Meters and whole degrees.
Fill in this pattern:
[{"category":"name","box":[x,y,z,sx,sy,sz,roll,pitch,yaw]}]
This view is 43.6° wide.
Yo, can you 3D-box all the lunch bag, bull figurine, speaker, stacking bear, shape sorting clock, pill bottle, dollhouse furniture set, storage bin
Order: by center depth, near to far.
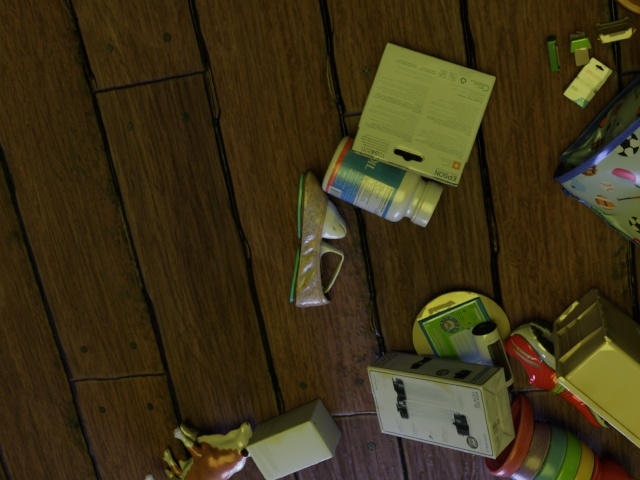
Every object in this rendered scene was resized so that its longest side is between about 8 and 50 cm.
[{"category":"lunch bag","box":[0.643,-0.136,1.394,0.328,0.239,0.385,35,140,0]},{"category":"dollhouse furniture set","box":[0.493,-0.353,1.453,0.152,0.076,0.058,-9,119,18]},{"category":"storage bin","box":[0.588,0.247,1.531,0.262,0.260,0.123,39,114,-2]},{"category":"pill bottle","box":[0.125,-0.112,1.589,0.221,0.124,0.124,24,112,3]},{"category":"speaker","box":[0.358,0.238,1.661,0.055,0.055,0.136,-15,110,17]},{"category":"stacking bear","box":[0.518,0.480,1.690,0.289,0.164,0.175,24,112,-1]},{"category":"shape sorting clock","box":[0.299,0.199,1.699,0.206,0.040,0.206,0,111,1]},{"category":"bull figurine","box":[-0.284,0.532,1.918,0.188,0.101,0.310,35,113,3]}]

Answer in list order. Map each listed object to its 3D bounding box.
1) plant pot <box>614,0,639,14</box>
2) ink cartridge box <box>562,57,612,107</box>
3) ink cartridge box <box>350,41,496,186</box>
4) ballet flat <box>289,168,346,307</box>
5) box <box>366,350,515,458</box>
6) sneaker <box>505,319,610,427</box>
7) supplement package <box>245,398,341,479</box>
[{"category":"plant pot","box":[0.579,-0.471,1.325,0.205,0.188,0.205,4,110,12]},{"category":"ink cartridge box","box":[0.497,-0.295,1.490,0.048,0.028,0.083,35,113,-1]},{"category":"ink cartridge box","box":[0.195,-0.240,1.537,0.223,0.045,0.224,20,93,5]},{"category":"ballet flat","box":[0.000,0.000,1.676,0.106,0.107,0.316,7,119,3]},{"category":"box","box":[0.246,0.335,1.668,0.290,0.087,0.169,0,111,43]},{"category":"sneaker","box":[0.497,0.283,1.668,0.279,0.107,0.118,48,132,-4]},{"category":"supplement package","box":[-0.060,0.459,1.838,0.179,0.105,0.105,-27,100,21]}]
